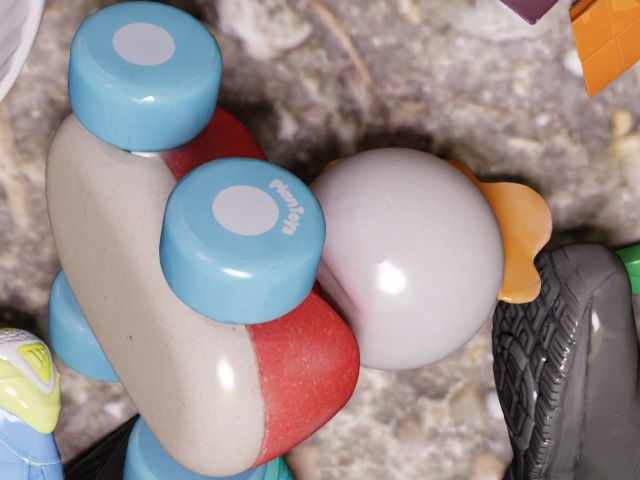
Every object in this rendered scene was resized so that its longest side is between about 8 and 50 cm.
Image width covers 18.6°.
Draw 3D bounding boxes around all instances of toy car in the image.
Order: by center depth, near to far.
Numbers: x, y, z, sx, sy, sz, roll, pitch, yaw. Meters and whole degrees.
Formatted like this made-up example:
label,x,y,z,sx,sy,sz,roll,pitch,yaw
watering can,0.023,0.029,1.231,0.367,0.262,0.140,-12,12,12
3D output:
label,x,y,z,sx,sy,sz,roll,pitch,yaw
toy car,0.000,0.000,0.988,0.238,0.210,0.219,-15,143,-24

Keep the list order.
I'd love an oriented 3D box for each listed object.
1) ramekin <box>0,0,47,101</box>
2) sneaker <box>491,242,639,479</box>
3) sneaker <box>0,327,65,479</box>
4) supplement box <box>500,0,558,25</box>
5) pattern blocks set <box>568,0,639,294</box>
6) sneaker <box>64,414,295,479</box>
label,x,y,z,sx,sy,sz,roll,pitch,yaw
ramekin,-0.267,-0.119,0.890,0.273,0.127,0.273,1,118,2
sneaker,0.165,0.111,1.094,0.130,0.109,0.286,-9,132,-5
sneaker,-0.234,0.142,1.072,0.240,0.091,0.126,-27,77,31
supplement box,0.118,-0.204,0.874,0.104,0.081,0.188,34,119,-21
pattern blocks set,0.266,-0.087,0.987,0.285,0.026,0.325,20,123,-13
sneaker,-0.115,0.222,1.155,0.295,0.124,0.178,-33,109,20
